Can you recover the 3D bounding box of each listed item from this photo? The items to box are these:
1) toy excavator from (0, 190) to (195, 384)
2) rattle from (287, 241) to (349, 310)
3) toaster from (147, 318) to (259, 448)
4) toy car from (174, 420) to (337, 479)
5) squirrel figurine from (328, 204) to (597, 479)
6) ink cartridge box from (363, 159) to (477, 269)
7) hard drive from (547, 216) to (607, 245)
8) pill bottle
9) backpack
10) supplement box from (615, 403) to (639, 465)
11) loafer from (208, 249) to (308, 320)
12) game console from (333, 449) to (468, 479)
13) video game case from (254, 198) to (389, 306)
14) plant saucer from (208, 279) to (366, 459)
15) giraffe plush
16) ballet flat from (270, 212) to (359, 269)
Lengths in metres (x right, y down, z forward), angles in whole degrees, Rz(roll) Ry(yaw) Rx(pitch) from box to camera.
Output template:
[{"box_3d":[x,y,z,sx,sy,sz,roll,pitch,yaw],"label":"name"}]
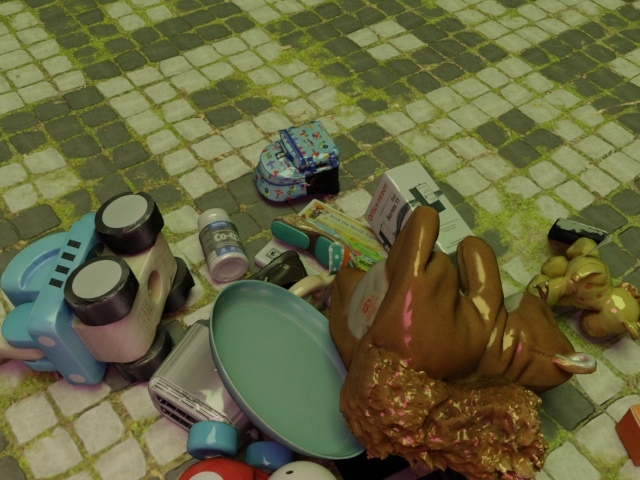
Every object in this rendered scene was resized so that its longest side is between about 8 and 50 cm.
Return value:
[{"box_3d":[-0.486,0.142,1.173,0.445,0.222,0.433,-3,47,14],"label":"toy excavator"},{"box_3d":[0.016,0.114,1.227,0.199,0.130,0.143,-38,48,-14],"label":"rattle"},{"box_3d":[-0.174,0.233,1.128,0.227,0.129,0.146,27,55,18],"label":"toaster"},{"box_3d":[-0.061,0.349,0.921,0.210,0.238,0.219,31,46,-33],"label":"toy car"},{"box_3d":[0.225,0.193,1.074,0.370,0.281,0.397,23,49,-18],"label":"squirrel figurine"},{"box_3d":[0.185,-0.024,1.327,0.087,0.153,0.208,-20,62,-26],"label":"ink cartridge box"},{"box_3d":[0.506,-0.011,1.380,0.094,0.135,0.022,18,85,14],"label":"hard drive"},{"box_3d":[-0.194,0.006,1.361,0.078,0.078,0.137,-14,51,-14],"label":"pill bottle"},{"box_3d":[-0.058,-0.165,1.497,0.173,0.117,0.158,-14,50,-11],"label":"backpack"},{"box_3d":[0.614,0.299,1.138,0.233,0.078,0.080,-9,50,-10],"label":"supplement box"},{"box_3d":[-0.107,0.104,1.268,0.220,0.080,0.078,-39,68,-18],"label":"loafer"},{"box_3d":[0.162,0.382,1.069,0.213,0.044,0.361,-20,52,-17],"label":"game console"},{"box_3d":[0.020,0.028,1.388,0.227,0.026,0.206,28,53,22],"label":"video game case"},{"box_3d":[-0.044,0.195,1.051,0.317,0.044,0.317,35,27,-21],"label":"plant saucer"},{"box_3d":[0.502,0.102,1.267,0.170,0.210,0.181,47,58,-1],"label":"giraffe plush"},{"box_3d":[0.000,0.000,1.351,0.206,0.073,0.067,31,40,19],"label":"ballet flat"}]
